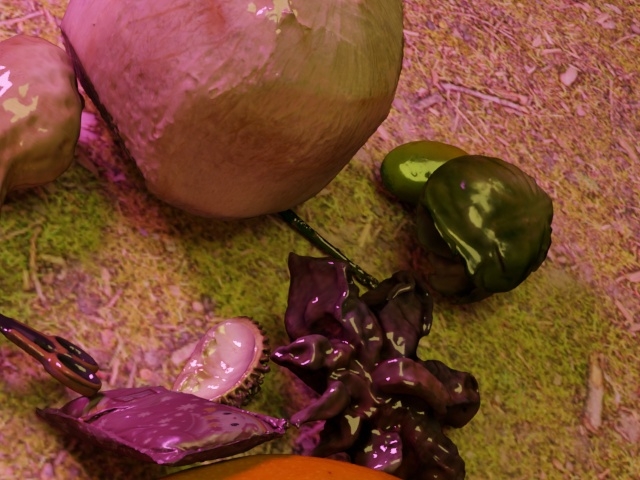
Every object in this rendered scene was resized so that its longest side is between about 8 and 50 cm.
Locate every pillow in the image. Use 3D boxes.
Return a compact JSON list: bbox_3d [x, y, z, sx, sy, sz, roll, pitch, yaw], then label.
[{"bbox_3d":[-0.119,0.139,1.084,0.118,0.185,0.043,-9,103,-37],"label":"pillow"}]

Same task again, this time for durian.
[{"bbox_3d":[-0.076,0.107,1.199,0.066,0.052,0.130,34,47,-3],"label":"durian"}]

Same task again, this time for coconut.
[{"bbox_3d":[-0.064,-0.180,1.271,0.297,0.254,0.297,27,32,-18],"label":"coconut"}]

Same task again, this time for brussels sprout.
[{"bbox_3d":[0.163,-0.018,1.397,0.181,0.100,0.139,-23,97,-31],"label":"brussels sprout"}]

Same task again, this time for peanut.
[{"bbox_3d":[-0.274,-0.076,1.186,0.117,0.101,0.263,21,43,11],"label":"peanut"}]

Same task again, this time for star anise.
[{"bbox_3d":[0.060,0.116,1.231,0.220,0.099,0.214,30,54,-28],"label":"star anise"}]

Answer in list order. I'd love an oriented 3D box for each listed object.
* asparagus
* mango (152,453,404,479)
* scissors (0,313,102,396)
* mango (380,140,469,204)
[{"bbox_3d":[0.000,0.000,1.363,0.166,0.013,0.016,40,55,2],"label":"asparagus"},{"bbox_3d":[-0.028,0.247,1.041,0.359,0.144,0.187,12,79,-20],"label":"mango"},{"bbox_3d":[-0.260,0.050,1.097,0.220,0.017,0.088,35,5,-17],"label":"scissors"},{"bbox_3d":[0.109,-0.065,1.453,0.108,0.056,0.073,3,63,-27],"label":"mango"}]
